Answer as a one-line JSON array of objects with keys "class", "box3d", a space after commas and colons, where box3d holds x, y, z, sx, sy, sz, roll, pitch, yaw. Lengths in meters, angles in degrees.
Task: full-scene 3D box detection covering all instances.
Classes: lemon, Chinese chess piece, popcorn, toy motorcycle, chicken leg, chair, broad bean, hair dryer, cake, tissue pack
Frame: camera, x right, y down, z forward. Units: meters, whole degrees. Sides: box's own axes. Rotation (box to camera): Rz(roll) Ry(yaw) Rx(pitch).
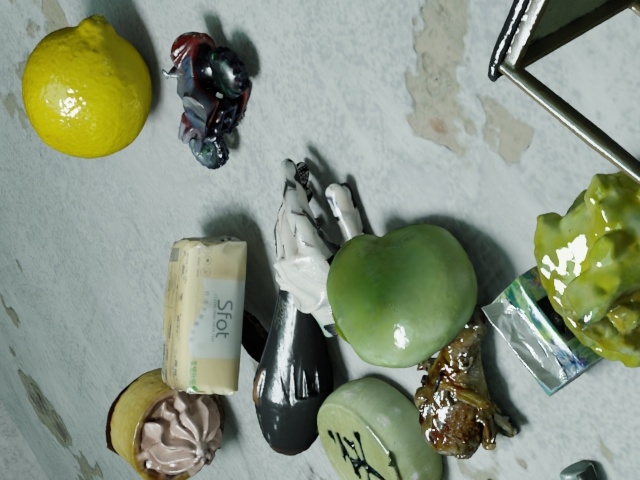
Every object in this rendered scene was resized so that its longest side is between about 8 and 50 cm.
[{"class": "lemon", "box3d": [-0.334, -0.214, 1.690, 0.187, 0.187, 0.244, 48, 143, 23]}, {"class": "Chinese chess piece", "box3d": [0.075, 0.272, 1.550, 0.188, 0.083, 0.188, 38, 145, 33]}, {"class": "popcorn", "box3d": [0.262, 0.015, 1.000, 0.173, 0.142, 0.173, 167, 90, -82]}, {"class": "toy motorcycle", "box3d": [-0.153, -0.184, 1.528, 0.122, 0.082, 0.213, 49, 147, 20]}, {"class": "chicken leg", "box3d": [0.158, 0.156, 1.339, 0.125, 0.080, 0.196, 7, 113, 44]}, {"class": "chair", "box3d": [0.206, -0.200, 0.851, 0.272, 0.188, 0.166, 45, 146, 22]}, {"class": "broad bean", "box3d": [0.082, 0.061, 1.295, 0.100, 0.169, 0.228, 28, 157, -24]}, {"class": "hair dryer", "box3d": [-0.095, 0.109, 1.693, 0.359, 0.120, 0.304, 37, 135, 51]}, {"class": "cake", "box3d": [-0.240, 0.331, 1.987, 0.178, 0.185, 0.208, 39, 122, 42]}, {"class": "tissue pack", "box3d": [0.219, 0.091, 1.171, 0.111, 0.079, 0.085, 54, 149, 14]}, {"class": "tissue pack", "box3d": [-0.167, 0.103, 1.678, 0.186, 0.090, 0.222, 174, 102, -69]}]

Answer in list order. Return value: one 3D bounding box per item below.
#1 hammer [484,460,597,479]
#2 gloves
[{"class": "hammer", "box3d": [0.256, 0.321, 1.346, 0.226, 0.041, 0.159, -10, 103, 59]}, {"class": "gloves", "box3d": [-0.007, 0.005, 1.438, 0.212, 0.111, 0.127, 59, 156, -10]}]
